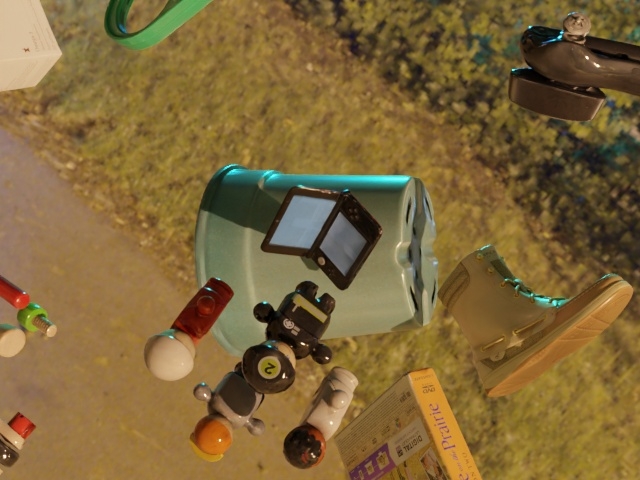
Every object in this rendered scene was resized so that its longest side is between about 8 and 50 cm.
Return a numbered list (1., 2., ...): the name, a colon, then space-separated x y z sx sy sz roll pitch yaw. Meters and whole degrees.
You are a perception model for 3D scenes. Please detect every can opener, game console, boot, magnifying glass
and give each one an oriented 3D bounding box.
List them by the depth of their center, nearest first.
1. can opener: 0.238 -0.125 0.672 0.186 0.073 0.059 10 48 9
2. magnifying glass: -0.099 -0.219 0.756 0.026 0.231 0.092 33 58 -44
3. game console: 0.000 0.000 1.282 0.085 0.144 0.124 -23 64 -41
4. boot: 0.302 0.079 1.303 0.095 0.262 0.203 11 44 -44

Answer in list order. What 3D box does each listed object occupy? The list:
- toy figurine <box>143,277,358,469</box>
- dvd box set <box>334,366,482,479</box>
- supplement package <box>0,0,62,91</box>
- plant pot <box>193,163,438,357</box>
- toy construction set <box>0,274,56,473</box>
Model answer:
1. toy figurine: -0.076 0.159 1.026 0.213 0.209 0.148 2 35 27
2. dvd box set: 0.174 0.457 1.453 0.062 0.307 0.420 -8 62 -29
3. supplement package: -0.457 -0.259 1.179 0.179 0.105 0.105 -20 86 -43
4. plant pot: 0.012 0.029 1.514 0.334 0.341 0.341 -2 14 20
5. toy construction set: -0.523 0.167 1.216 0.237 0.308 0.257 27 -2 34
